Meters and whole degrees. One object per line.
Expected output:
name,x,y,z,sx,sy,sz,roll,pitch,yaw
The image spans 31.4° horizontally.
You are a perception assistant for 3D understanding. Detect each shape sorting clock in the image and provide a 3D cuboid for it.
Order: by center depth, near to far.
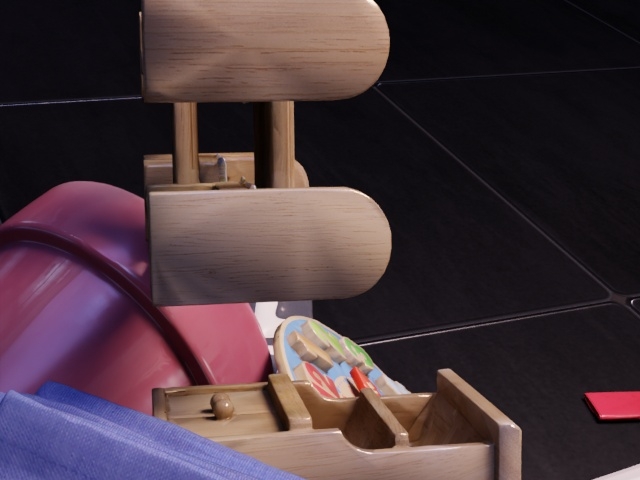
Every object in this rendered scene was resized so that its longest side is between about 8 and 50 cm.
shape sorting clock,0.045,0.126,0.694,0.206,0.040,0.206,42,16,-15

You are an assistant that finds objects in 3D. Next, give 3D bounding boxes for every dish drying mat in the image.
dish drying mat,0.249,0.128,0.884,0.083,0.008,0.032,0,30,-13

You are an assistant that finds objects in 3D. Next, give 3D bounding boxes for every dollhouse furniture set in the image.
dollhouse furniture set,0.000,0.000,0.532,0.161,0.242,0.212,-2,8,-9

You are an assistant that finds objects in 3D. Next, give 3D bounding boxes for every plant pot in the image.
plant pot,-0.157,0.095,0.666,0.201,0.201,0.180,24,47,25

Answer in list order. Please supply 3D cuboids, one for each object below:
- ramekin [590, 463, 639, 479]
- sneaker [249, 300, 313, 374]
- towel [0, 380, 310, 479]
ramekin,0.171,0.215,0.455,0.135,0.277,0.277,-10,34,-16
sneaker,-0.094,0.052,0.843,0.235,0.094,0.153,21,30,22
towel,-0.068,0.235,0.374,0.243,0.336,0.040,18,-13,15
